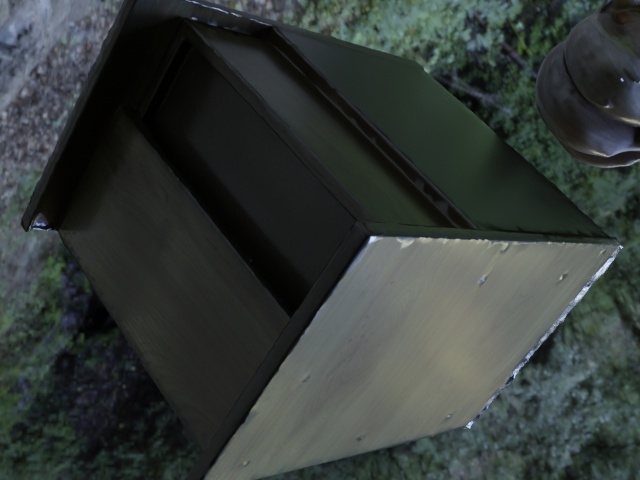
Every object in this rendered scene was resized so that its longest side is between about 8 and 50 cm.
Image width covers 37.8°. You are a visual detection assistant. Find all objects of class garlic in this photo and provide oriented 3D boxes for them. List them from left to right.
[{"bbox_3d":[0.251,-0.096,0.743,0.127,0.194,0.131,-21,166,-12],"label":"garlic"}]

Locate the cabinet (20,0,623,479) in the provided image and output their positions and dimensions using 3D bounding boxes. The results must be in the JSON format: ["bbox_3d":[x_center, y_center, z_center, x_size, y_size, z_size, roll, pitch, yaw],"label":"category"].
[{"bbox_3d":[0.000,0.000,0.465,0.215,0.175,0.148,2,129,-51],"label":"cabinet"}]
